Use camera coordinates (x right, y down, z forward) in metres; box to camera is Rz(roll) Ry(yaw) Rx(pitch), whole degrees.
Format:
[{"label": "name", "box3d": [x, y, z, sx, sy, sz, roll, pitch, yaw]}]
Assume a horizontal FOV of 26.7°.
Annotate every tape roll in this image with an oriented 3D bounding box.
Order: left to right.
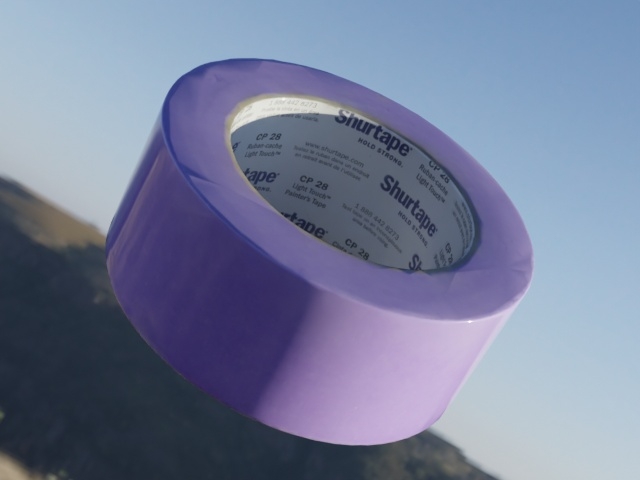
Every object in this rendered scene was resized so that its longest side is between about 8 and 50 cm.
[{"label": "tape roll", "box3d": [0.000, 0.000, 0.637, 0.189, 0.080, 0.189, 21, 32, -14]}]
